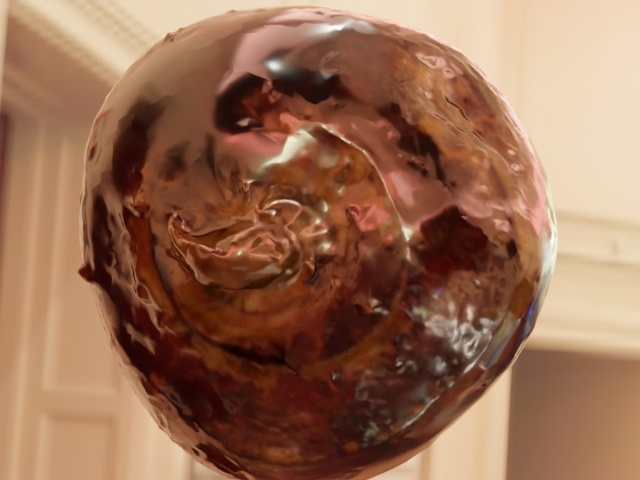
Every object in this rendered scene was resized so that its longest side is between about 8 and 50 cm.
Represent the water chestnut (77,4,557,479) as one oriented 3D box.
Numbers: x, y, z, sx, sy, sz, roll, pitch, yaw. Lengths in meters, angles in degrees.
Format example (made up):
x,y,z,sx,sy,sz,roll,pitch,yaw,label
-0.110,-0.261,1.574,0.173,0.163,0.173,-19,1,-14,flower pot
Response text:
x,y,z,sx,sy,sz,roll,pitch,yaw,label
0.000,0.000,0.906,0.224,0.223,0.238,4,-9,-1,water chestnut
